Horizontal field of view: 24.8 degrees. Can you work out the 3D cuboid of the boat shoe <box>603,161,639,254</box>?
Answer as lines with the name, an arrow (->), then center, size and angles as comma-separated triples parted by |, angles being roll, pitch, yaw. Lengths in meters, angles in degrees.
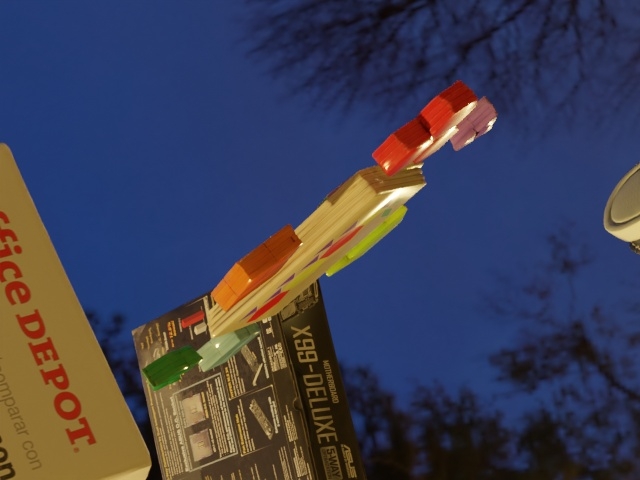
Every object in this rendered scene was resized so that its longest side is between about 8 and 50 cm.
boat shoe -> 0.370, -0.063, 1.198 | 0.091, 0.302, 0.114 | 32, -122, -20

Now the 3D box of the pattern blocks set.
pattern blocks set -> 0.000, 0.000, 1.089 | 0.026, 0.325, 0.285 | 51, -170, 8

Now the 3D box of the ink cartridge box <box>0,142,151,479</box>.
ink cartridge box -> -0.212, 0.075, 0.594 | 0.237, 0.100, 0.172 | -17, -115, -27

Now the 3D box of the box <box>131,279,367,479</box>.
box -> -0.076, 0.204, 1.554 | 0.076, 0.242, 0.307 | 0, -110, -45
